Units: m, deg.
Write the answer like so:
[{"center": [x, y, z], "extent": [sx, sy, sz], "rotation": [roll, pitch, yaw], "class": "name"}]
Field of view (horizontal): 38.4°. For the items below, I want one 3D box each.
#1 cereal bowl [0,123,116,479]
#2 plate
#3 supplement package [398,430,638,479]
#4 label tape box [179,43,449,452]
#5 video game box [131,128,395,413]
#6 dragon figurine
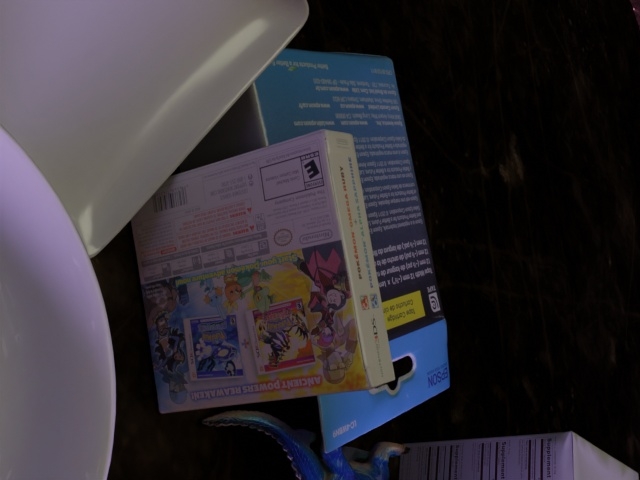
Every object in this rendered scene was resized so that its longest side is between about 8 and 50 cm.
[{"center": [-0.269, 0.072, 0.443], "extent": [0.339, 0.141, 0.339], "rotation": [22, 62, -50], "class": "cereal bowl"}, {"center": [-0.154, -0.161, 0.636], "extent": [0.278, 0.045, 0.277], "rotation": [-50, 142, -11], "class": "plate"}, {"center": [0.218, 0.308, 1.001], "extent": [0.194, 0.203, 0.149], "rotation": [35, 52, -45], "class": "supplement package"}, {"center": [0.000, 0.000, 0.878], "extent": [0.249, 0.115, 0.348], "rotation": [-11, 91, -55], "class": "label tape box"}, {"center": [-0.052, 0.030, 0.709], "extent": [0.048, 0.205, 0.187], "rotation": [2, 78, -56], "class": "video game box"}, {"center": [0.012, 0.246, 0.832], "extent": [0.289, 0.085, 0.144], "rotation": [35, 51, -46], "class": "dragon figurine"}]
